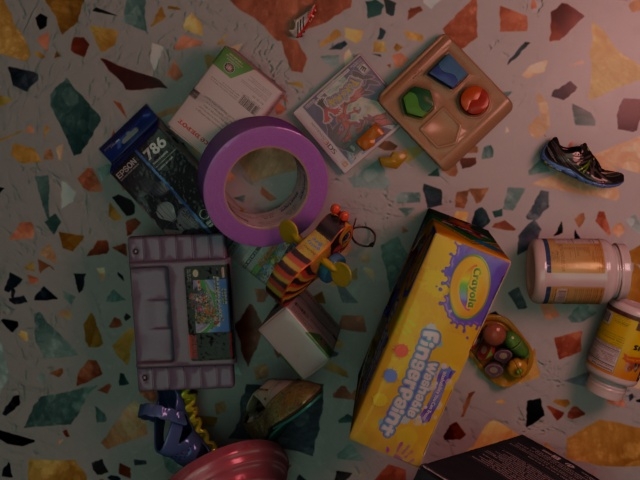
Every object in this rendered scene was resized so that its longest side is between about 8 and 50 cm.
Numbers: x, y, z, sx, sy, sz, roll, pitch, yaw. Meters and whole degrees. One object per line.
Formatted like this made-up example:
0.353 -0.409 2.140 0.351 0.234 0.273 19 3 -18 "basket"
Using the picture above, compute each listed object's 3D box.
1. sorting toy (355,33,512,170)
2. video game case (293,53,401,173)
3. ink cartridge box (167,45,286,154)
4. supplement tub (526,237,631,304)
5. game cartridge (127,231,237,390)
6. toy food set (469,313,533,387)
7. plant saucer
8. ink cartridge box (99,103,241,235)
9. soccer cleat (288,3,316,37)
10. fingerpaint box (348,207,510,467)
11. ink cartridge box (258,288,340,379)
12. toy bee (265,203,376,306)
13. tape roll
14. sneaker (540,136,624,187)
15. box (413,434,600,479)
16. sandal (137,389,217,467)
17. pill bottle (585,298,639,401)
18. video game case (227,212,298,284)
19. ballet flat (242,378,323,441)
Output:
0.239 -0.268 1.747 0.307 0.041 0.229 -44 94 3 "sorting toy"
0.071 -0.282 1.789 0.201 0.023 0.183 -40 94 10 "video game case"
-0.207 -0.294 1.777 0.160 0.092 0.219 40 101 -2 "ink cartridge box"
0.558 0.067 1.740 0.199 0.144 0.144 1 100 5 "supplement tub"
-0.309 0.162 1.808 0.230 0.068 0.355 -2 95 7 "game cartridge"
0.397 0.243 1.822 0.128 0.071 0.218 -40 94 10 "toy food set"
-0.215 0.588 1.824 0.332 0.332 0.084 -42 51 10 "plant saucer"
-0.353 -0.137 1.835 0.165 0.065 0.333 -42 93 11 "ink cartridge box"
-0.039 -0.487 1.762 0.035 0.029 0.083 31 106 -5 "soccer cleat"
0.215 0.181 1.678 0.163 0.371 0.445 22 102 1 "fingerpaint box"
-0.042 0.199 1.788 0.087 0.208 0.153 -40 93 13 "ink cartridge box"
0.000 0.000 1.699 0.195 0.298 0.162 20 140 11 "toy bee"
-0.126 -0.128 1.745 0.274 0.090 0.275 -7 116 -15 "tape roll"
0.575 -0.169 1.738 0.188 0.067 0.078 25 107 4 "sneaker"
0.354 0.709 1.670 0.297 0.471 0.480 28 103 35 "box"
-0.336 0.469 1.884 0.126 0.138 0.317 -22 93 43 "sandal"
0.665 0.242 1.773 0.117 0.117 0.215 17 101 2 "pill bottle"
-0.124 0.032 1.865 0.166 0.015 0.119 38 100 -1 "video game case"
-0.102 0.371 1.793 0.123 0.348 0.123 9 60 -16 "ballet flat"
